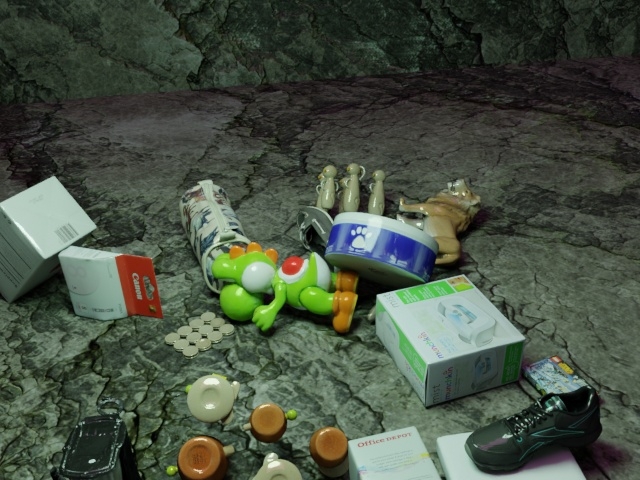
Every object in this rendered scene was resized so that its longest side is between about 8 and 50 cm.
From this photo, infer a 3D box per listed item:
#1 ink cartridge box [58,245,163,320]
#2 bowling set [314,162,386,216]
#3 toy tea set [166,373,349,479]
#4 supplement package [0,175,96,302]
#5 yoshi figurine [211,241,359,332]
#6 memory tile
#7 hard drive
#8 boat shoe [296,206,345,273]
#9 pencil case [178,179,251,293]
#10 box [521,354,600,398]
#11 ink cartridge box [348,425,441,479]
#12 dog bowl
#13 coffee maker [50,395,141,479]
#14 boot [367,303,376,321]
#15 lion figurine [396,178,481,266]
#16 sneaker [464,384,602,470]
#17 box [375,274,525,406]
[{"bbox_3d":[-0.518,0.116,1.692,0.232,0.189,0.066,10,34,20],"label":"ink cartridge box"},{"bbox_3d":[0.049,-0.155,2.083,0.199,0.154,0.287,1,-6,42],"label":"bowling set"},{"bbox_3d":[-0.113,0.389,1.270,0.335,0.124,0.200,19,68,3],"label":"toy tea set"},{"bbox_3d":[-0.752,0.003,1.782,0.293,0.175,0.177,-36,5,43],"label":"supplement package"},{"bbox_3d":[-0.095,0.137,1.686,0.361,0.203,0.203,13,72,1],"label":"yoshi figurine"},{"bbox_3d":[-0.291,0.228,1.653,0.113,0.012,0.148,24,39,38],"label":"memory tile"},{"bbox_3d":[0.354,0.463,1.154,0.232,0.047,0.353,-6,31,-4],"label":"hard drive"},{"bbox_3d":[0.000,0.000,1.917,0.095,0.112,0.335,-15,35,-27],"label":"boat shoe"},{"bbox_3d":[-0.289,-0.024,1.914,0.159,0.184,0.410,3,26,-23],"label":"pencil case"},{"bbox_3d":[0.501,0.302,1.432,0.093,0.027,0.137,-15,33,-17],"label":"box"},{"bbox_3d":[0.130,0.429,1.153,0.128,0.128,0.176,-9,31,-9],"label":"ink cartridge box"},{"bbox_3d":[0.147,0.029,1.656,0.264,0.265,0.104,11,76,23],"label":"dog bowl"},{"bbox_3d":[-0.368,0.402,1.198,0.120,0.178,0.171,10,35,18],"label":"coffee maker"},{"bbox_3d":[0.181,0.176,1.667,0.086,0.042,0.118,21,38,32],"label":"boot"},{"bbox_3d":[0.333,-0.019,1.923,0.240,0.142,0.392,8,45,4],"label":"lion figurine"},{"bbox_3d":[0.383,0.327,1.233,0.267,0.106,0.101,-13,33,-13],"label":"sneaker"},{"bbox_3d":[0.275,0.214,1.512,0.231,0.127,0.262,-10,32,-15],"label":"box"}]
